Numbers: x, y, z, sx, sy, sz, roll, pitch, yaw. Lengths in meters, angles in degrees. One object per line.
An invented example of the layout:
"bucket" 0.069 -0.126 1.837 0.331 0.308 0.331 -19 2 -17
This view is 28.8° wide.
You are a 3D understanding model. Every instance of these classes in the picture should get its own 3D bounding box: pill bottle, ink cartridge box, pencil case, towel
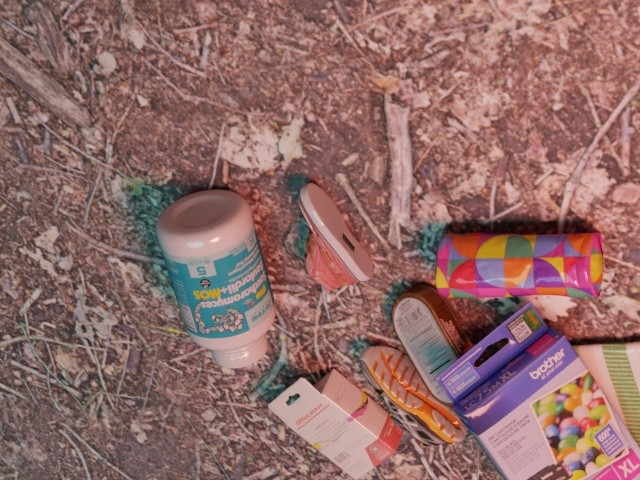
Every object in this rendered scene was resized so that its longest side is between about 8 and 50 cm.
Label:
"pill bottle" -0.151 0.065 1.902 0.146 0.146 0.264 2 125 23
"ink cartridge box" 0.321 0.263 1.778 0.185 0.065 0.311 -37 104 -5
"ink cartridge box" 0.025 0.289 2.038 0.198 0.067 0.115 40 130 -9
"pencil case" 0.273 0.034 1.719 0.236 0.104 0.104 1 124 26
"towel" 0.487 0.241 1.813 0.324 0.038 0.248 -8 120 30

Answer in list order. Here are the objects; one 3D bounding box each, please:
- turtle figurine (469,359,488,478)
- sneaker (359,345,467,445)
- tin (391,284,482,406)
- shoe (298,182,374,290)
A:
"turtle figurine" 0.295 0.303 1.895 0.118 0.175 0.234 -24 117 -12
"sneaker" 0.132 0.252 1.954 0.215 0.084 0.083 46 134 -13
"tin" 0.171 0.157 1.840 0.190 0.040 0.106 60 144 12
"shoe" 0.000 0.000 1.837 0.081 0.063 0.178 -22 117 30
